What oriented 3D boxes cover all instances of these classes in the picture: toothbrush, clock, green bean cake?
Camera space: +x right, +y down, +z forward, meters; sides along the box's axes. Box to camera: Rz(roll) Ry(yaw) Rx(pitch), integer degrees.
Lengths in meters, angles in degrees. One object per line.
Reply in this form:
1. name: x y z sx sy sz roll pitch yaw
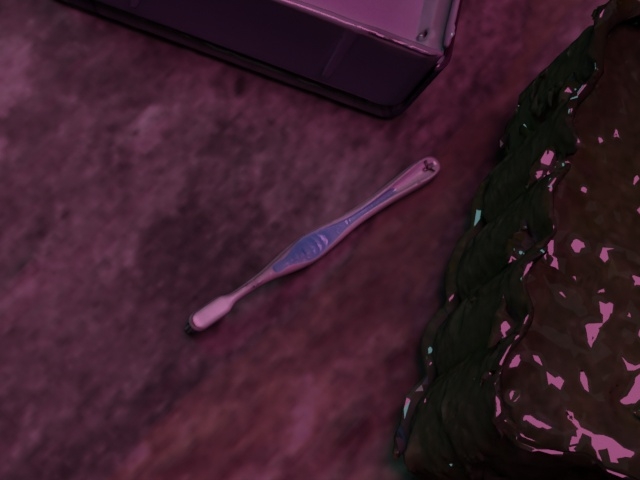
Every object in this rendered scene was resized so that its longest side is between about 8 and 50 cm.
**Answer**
1. toothbrush: 0.000 0.000 0.917 0.162 0.017 0.014 -34 88 -28
2. clock: -0.023 -0.157 0.946 0.193 0.073 0.145 20 62 -11
3. green bean cake: 0.186 0.040 0.903 0.255 0.132 0.241 22 62 -12
